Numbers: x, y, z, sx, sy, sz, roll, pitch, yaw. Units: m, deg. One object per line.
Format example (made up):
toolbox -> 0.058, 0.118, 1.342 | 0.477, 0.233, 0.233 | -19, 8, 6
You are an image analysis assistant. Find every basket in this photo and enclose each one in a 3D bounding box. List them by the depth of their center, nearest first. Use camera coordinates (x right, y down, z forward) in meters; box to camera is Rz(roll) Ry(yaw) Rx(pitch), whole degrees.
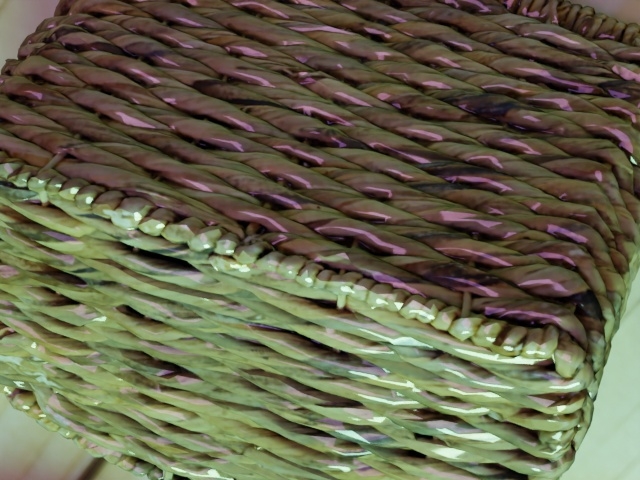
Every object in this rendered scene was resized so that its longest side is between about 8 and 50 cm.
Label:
basket -> 0.000, 0.000, 0.617 | 0.299, 0.223, 0.213 | 17, 138, 12
